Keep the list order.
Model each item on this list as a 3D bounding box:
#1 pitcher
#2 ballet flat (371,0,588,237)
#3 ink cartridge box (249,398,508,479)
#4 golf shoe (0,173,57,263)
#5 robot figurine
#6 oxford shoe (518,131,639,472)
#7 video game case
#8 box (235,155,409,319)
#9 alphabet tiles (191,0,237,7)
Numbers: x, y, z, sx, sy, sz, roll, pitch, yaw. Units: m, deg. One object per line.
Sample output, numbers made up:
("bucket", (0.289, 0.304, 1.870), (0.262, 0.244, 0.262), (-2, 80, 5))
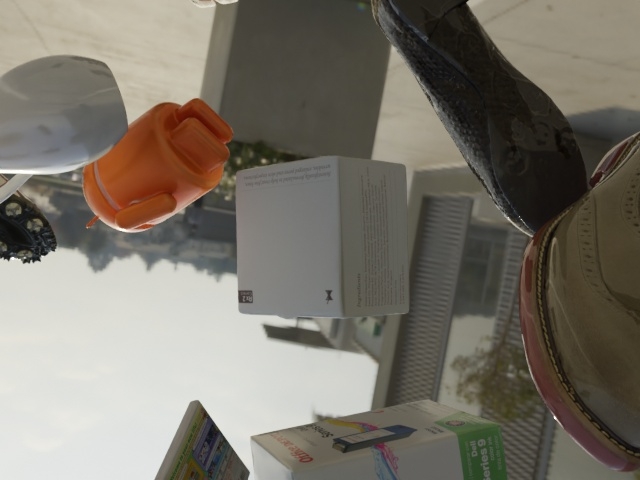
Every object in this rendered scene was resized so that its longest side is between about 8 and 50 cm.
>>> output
("pitcher", (-0.325, -0.113, 0.968), (0.207, 0.125, 0.178), (-21, 154, -20))
("ballet flat", (0.116, -0.104, 0.655), (0.250, 0.084, 0.058), (52, 160, -11))
("ink cartridge box", (0.053, 0.228, 0.851), (0.212, 0.093, 0.154), (-9, -178, -18))
("golf shoe", (-0.491, -0.074, 1.291), (0.273, 0.105, 0.120), (52, -168, -42))
("robot figurine", (-0.213, -0.090, 1.106), (0.219, 0.158, 0.128), (-30, 163, 27))
("oxford shoe", (0.223, -0.008, 0.541), (0.123, 0.348, 0.130), (42, 133, -4))
("video game case", (-0.201, 0.414, 1.497), (0.023, 0.193, 0.212), (-18, -153, 24))
("box", (0.000, 0.000, 1.039), (0.119, 0.182, 0.181), (1, 177, -45))
("alphabet tiles", (-0.234, -0.441, 1.237), (0.284, 0.021, 0.278), (44, 162, -32))
